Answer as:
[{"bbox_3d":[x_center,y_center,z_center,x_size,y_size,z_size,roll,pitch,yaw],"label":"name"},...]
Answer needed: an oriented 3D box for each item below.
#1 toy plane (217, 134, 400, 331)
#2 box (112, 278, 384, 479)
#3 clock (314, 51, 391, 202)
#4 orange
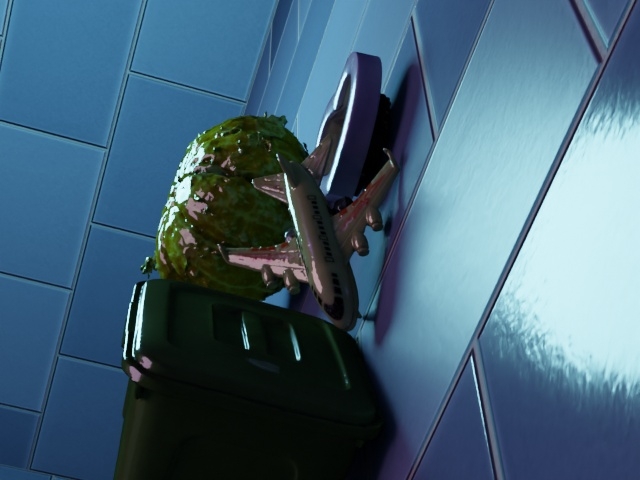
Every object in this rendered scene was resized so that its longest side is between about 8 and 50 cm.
[{"bbox_3d":[0.000,0.000,1.404,0.092,0.229,0.244,37,-153,-56],"label":"toy plane"},{"bbox_3d":[-0.091,0.171,1.282,0.329,0.252,0.178,-114,41,-78],"label":"box"},{"bbox_3d":[0.041,-0.119,1.529,0.198,0.064,0.172,116,162,-53],"label":"clock"},{"bbox_3d":[-0.119,-0.039,1.877,0.300,0.223,0.301,-32,40,60],"label":"orange"}]
